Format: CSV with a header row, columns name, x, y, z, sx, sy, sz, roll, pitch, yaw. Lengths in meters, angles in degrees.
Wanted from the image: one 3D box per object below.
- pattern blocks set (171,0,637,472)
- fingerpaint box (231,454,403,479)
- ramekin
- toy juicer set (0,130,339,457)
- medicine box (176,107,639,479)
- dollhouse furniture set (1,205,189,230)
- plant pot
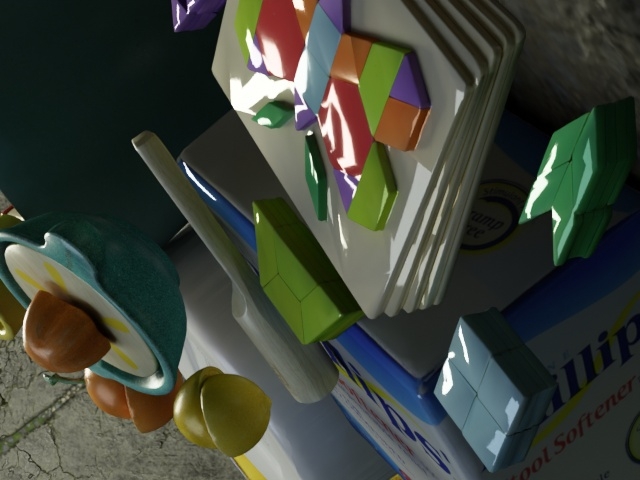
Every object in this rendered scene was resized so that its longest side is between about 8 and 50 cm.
name,x,y,z,sx,sy,sz,roll,pitch,yaw
pattern blocks set,0.008,-0.074,0.572,0.325,0.026,0.285,45,138,45
fingerpaint box,0.123,0.354,1.530,0.445,0.163,0.371,49,-177,30
ramekin,-0.025,0.088,1.084,0.277,0.135,0.277,49,165,17
toy juicer set,-0.106,0.062,0.786,0.209,0.089,0.329,46,154,-15
medicine box,0.088,0.055,0.789,0.263,0.149,0.289,41,168,48
dollhouse furniture set,-0.197,-0.068,1.404,0.262,0.259,0.135,54,162,-12
plant pot,-0.167,-0.136,1.022,0.293,0.235,0.293,49,172,9
